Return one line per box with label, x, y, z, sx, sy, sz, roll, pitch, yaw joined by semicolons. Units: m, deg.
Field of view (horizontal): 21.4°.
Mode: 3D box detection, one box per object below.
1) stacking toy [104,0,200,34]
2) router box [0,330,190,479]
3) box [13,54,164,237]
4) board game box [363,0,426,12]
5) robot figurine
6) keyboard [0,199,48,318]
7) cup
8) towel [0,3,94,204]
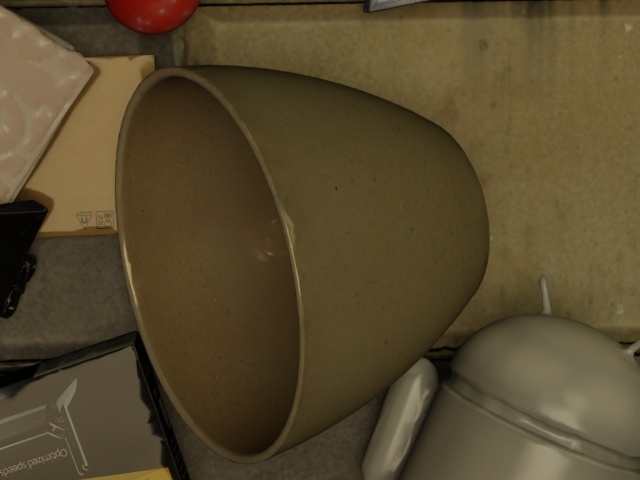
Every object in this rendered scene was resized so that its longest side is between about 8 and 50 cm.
stacking toy;-0.223;-0.317;1.463;0.141;0.141;0.330;-42;103;2
router box;-0.271;0.247;1.535;0.309;0.081;0.242;-18;97;-1
box;-0.245;-0.084;1.531;0.201;0.021;0.164;-2;97;-3
board game box;0.108;-0.289;1.512;0.194;0.060;0.194;-25;97;-1
robot figurine;0.177;0.216;1.498;0.300;0.200;0.353;24;94;23
keyboard;-0.300;0.042;1.509;0.023;0.108;0.180;39;112;24
cup;0.000;0.000;1.436;0.237;0.331;0.331;-13;98;-29
towel;-0.410;-0.104;1.434;0.332;0.053;0.317;32;96;-25
